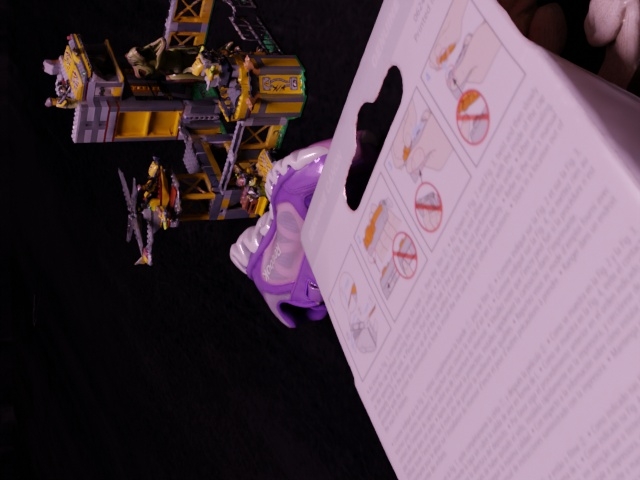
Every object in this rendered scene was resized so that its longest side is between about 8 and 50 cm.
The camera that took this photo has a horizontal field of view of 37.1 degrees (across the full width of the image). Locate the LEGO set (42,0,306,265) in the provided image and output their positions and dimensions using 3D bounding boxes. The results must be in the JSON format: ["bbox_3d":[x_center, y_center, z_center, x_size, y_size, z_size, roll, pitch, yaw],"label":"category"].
[{"bbox_3d":[-0.170,-0.161,0.969,0.331,0.192,0.255,67,148,31],"label":"LEGO set"}]

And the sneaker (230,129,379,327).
[{"bbox_3d":[0.000,0.000,0.790,0.105,0.095,0.236,66,153,20],"label":"sneaker"}]

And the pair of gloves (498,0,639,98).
[{"bbox_3d":[0.133,-0.112,0.521,0.240,0.042,0.204,59,141,29],"label":"pair of gloves"}]

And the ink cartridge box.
[{"bbox_3d":[0.120,0.045,0.540,0.308,0.091,0.385,111,143,-47],"label":"ink cartridge box"}]
